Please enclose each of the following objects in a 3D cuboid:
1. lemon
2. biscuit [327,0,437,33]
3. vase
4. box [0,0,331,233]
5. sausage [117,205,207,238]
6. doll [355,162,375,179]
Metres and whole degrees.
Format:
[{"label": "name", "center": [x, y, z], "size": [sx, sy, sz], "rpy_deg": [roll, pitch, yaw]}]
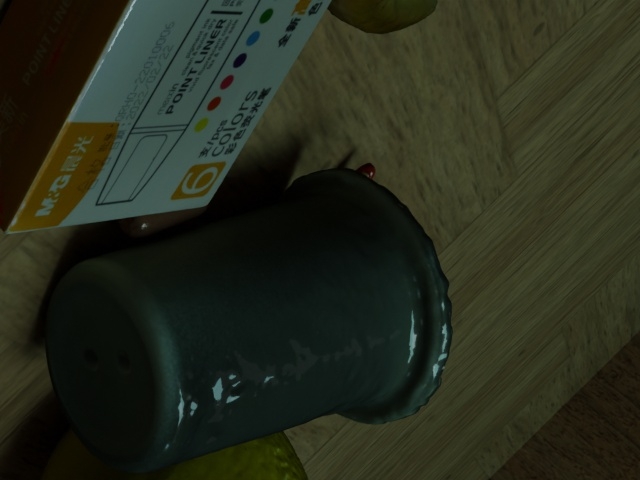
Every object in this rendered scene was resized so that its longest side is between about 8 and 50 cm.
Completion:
[{"label": "lemon", "center": [-0.136, 0.263, 1.475], "size": [0.293, 0.293, 0.293], "rpy_deg": [-38, 158, -19]}, {"label": "biscuit", "center": [0.086, -0.270, 1.154], "size": [0.274, 0.091, 0.213], "rpy_deg": [-52, 160, 23]}, {"label": "vase", "center": [-0.067, 0.081, 1.332], "size": [0.291, 0.245, 0.245], "rpy_deg": [-17, 146, -43]}, {"label": "box", "center": [-0.106, -0.137, 1.042], "size": [0.221, 0.091, 0.274], "rpy_deg": [-12, 141, -54]}, {"label": "sausage", "center": [-0.129, -0.026, 1.280], "size": [0.083, 0.034, 0.034], "rpy_deg": [-23, 150, -42]}, {"label": "doll", "center": [0.000, 0.000, 1.542], "size": [0.169, 0.057, 0.109], "rpy_deg": [-31, 142, 4]}]
